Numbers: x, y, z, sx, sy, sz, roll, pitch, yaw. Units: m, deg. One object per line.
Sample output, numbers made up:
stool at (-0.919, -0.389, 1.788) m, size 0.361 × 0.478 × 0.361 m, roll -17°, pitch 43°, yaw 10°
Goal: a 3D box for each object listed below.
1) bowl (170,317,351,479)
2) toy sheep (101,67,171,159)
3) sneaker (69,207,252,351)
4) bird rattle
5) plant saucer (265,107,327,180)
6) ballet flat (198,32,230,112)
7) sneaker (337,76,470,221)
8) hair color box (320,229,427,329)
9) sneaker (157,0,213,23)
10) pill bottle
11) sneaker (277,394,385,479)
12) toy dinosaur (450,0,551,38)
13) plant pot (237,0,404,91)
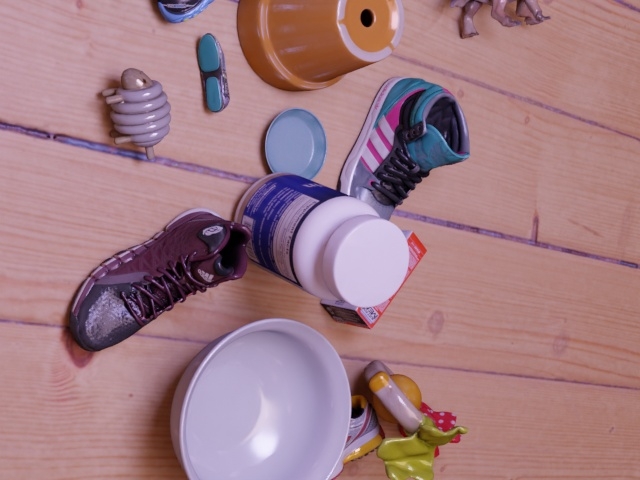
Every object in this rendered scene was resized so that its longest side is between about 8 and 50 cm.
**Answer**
bowl at (-0.109, 0.253, 1.689) m, size 0.298 × 0.134 × 0.297 m, roll -3°, pitch 94°, yaw -38°
toy sheep at (-0.246, -0.172, 1.572) m, size 0.091 × 0.091 × 0.132 m, roll -28°, pitch 125°, yaw -33°
sneaker at (-0.205, 0.051, 1.574) m, size 0.281 × 0.163 × 0.106 m, roll -44°, pitch 120°, yaw -27°
bird rattle at (0.151, 0.274, 1.870) m, size 0.143 × 0.253 × 0.207 m, roll -38°, pitch 92°, yaw 12°
plant saucer at (-0.042, -0.144, 1.774) m, size 0.119 × 0.021 × 0.119 m, roll -4°, pitch 97°, yaw -38°
ballet flat at (-0.152, -0.243, 1.671) m, size 0.041 × 0.041 × 0.114 m, roll -14°, pitch 103°, yaw -37°
sneaker at (0.144, -0.122, 1.823) m, size 0.124 × 0.178 × 0.295 m, roll 26°, pitch 79°, yaw -38°
hair color box at (0.086, 0.058, 1.852) m, size 0.167 × 0.093 × 0.053 m, roll -52°, pitch 122°, yaw -22°
sneaker at (-0.161, -0.385, 1.624) m, size 0.188 × 0.067 × 0.078 m, roll -47°, pitch 127°, yaw -21°
pill bottle at (0.000, 0.000, 1.655) m, size 0.153 × 0.265 × 0.153 m, roll -11°, pitch 111°, yaw -31°
sneaker at (0.005, 0.319, 1.830) m, size 0.225 × 0.088 × 0.092 m, roll -29°, pitch 108°, yaw -43°
toy dinosaur at (0.312, -0.461, 1.966) m, size 0.296 × 0.127 × 0.200 m, roll -15°, pitch 97°, yaw -24°
plant pot at (0.014, -0.323, 1.692) m, size 0.205 × 0.188 × 0.205 m, roll -5°, pitch 97°, yaw -38°
